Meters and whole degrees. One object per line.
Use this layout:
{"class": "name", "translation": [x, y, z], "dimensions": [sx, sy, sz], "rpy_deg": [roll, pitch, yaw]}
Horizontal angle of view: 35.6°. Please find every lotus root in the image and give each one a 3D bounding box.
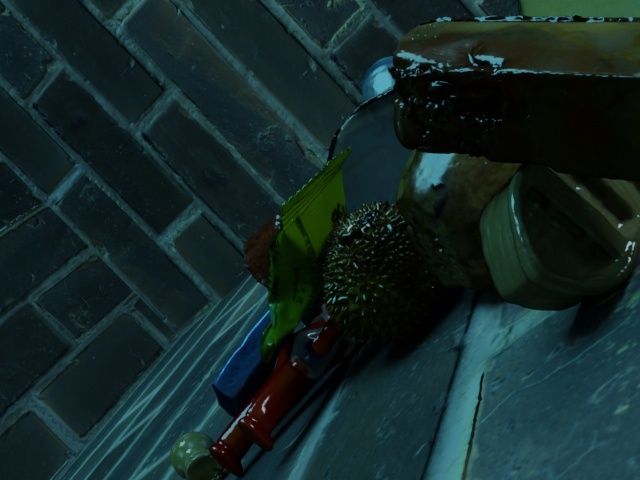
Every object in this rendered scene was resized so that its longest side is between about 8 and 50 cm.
{"class": "lotus root", "translation": [0.193, -0.090, 1.017], "dimensions": [0.291, 0.193, 0.193], "rpy_deg": [-46, 6, -18]}

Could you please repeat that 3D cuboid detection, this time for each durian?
{"class": "durian", "translation": [0.071, 0.038, 1.101], "dimensions": [0.137, 0.168, 0.158], "rpy_deg": [-16, 41, 42]}

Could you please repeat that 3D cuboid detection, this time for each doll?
{"class": "doll", "translation": [0.006, 0.123, 1.255], "dimensions": [0.384, 0.099, 0.188], "rpy_deg": [-52, 1, -31]}

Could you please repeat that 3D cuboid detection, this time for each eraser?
{"class": "eraser", "translation": [-0.095, 0.177, 1.429], "dimensions": [0.144, 0.042, 0.312], "rpy_deg": [-52, -6, -13]}

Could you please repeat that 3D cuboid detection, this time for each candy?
{"class": "candy", "translation": [-0.016, 0.021, 1.166], "dimensions": [0.149, 0.069, 0.246], "rpy_deg": [-52, -25, -47]}

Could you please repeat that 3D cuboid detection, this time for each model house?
{"class": "model house", "translation": [0.386, -0.356, 1.477], "dimensions": [0.189, 0.195, 0.214], "rpy_deg": [-46, -20, -77]}

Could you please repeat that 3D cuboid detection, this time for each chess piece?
{"class": "chess piece", "translation": [-0.160, 0.294, 1.324], "dimensions": [0.066, 0.066, 0.122], "rpy_deg": [-45, 10, -13]}

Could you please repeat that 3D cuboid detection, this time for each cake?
{"class": "cake", "translation": [0.000, 0.000, 1.808], "dimensions": [0.151, 0.177, 0.283], "rpy_deg": [-39, 2, 46]}

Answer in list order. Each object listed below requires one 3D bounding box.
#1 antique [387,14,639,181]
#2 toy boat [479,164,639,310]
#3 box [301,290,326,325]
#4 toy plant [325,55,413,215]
{"class": "antique", "translation": [0.191, -0.105, 0.723], "dimensions": [0.309, 0.087, 0.093], "rpy_deg": [10, 40, 35]}
{"class": "toy boat", "translation": [0.187, -0.011, 0.776], "dimensions": [0.188, 0.116, 0.061], "rpy_deg": [-45, 0, -44]}
{"class": "box", "translation": [0.039, 0.049, 1.560], "dimensions": [0.201, 0.090, 0.144], "rpy_deg": [-40, 7, 42]}
{"class": "toy plant", "translation": [0.140, -0.128, 1.334], "dimensions": [0.247, 0.247, 0.332], "rpy_deg": [-42, 8, 20]}
